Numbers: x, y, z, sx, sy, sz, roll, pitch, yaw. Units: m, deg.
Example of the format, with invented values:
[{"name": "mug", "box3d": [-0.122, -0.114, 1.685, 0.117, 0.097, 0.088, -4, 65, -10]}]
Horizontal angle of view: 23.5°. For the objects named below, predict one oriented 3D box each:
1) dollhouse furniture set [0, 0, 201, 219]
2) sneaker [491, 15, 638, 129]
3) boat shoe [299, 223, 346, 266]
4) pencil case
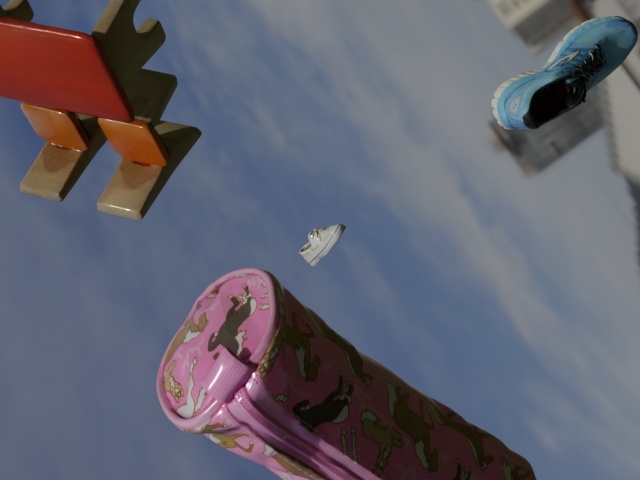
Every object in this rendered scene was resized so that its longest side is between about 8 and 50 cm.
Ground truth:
[{"name": "dollhouse furniture set", "box3d": [-0.243, -0.131, 1.063, 0.135, 0.259, 0.262, -60, -33, -29]}, {"name": "sneaker", "box3d": [0.248, -0.154, 1.492, 0.063, 0.162, 0.073, 54, 174, -26]}, {"name": "boat shoe", "box3d": [0.000, 0.000, 2.052, 0.035, 0.100, 0.035, 38, -123, -4]}, {"name": "pencil case", "box3d": [0.030, 0.178, 1.382, 0.386, 0.167, 0.160, 38, -116, -29]}]
